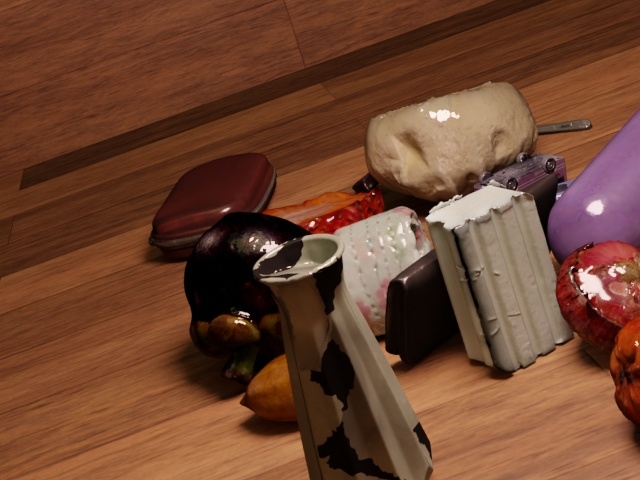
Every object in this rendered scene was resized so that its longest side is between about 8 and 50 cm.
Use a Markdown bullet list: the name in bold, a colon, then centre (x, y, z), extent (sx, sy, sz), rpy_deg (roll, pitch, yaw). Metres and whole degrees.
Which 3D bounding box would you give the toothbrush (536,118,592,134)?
- **toothbrush**: centre (0.464, -0.246, 2.435), extent (0.297, 0.030, 0.030), rpy_deg (-4, 52, 28)

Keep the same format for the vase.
- **vase**: centre (0.027, 0.175, 1.348), extent (0.165, 0.360, 0.165), rpy_deg (-16, 22, 7)

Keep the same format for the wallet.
- **wallet**: centre (0.249, 0.044, 1.713), extent (0.377, 0.197, 0.051), rpy_deg (-32, 49, -28)

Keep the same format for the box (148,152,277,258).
- **box**: centre (-0.240, -0.086, 2.504), extent (0.263, 0.108, 0.404), rpy_deg (-13, 23, 15)

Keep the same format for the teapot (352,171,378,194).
- **teapot**: centre (0.108, -0.124, 2.407), extent (0.068, 0.045, 0.100), rpy_deg (-36, 1, 13)

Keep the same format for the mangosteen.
- **mangosteen**: centre (-0.105, 0.098, 1.819), extent (0.287, 0.288, 0.233), rpy_deg (-15, -4, 9)

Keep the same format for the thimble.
- **thimble**: centre (0.115, 0.057, 1.812), extent (0.149, 0.185, 0.211), rpy_deg (-18, 62, 12)

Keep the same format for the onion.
- **onion**: centre (0.422, 0.091, 1.557), extent (0.184, 0.147, 0.184), rpy_deg (5, 57, -8)

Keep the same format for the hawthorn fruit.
- **hawthorn fruit**: centre (0.449, 0.166, 1.335), extent (0.179, 0.173, 0.173), rpy_deg (-2, 8, -40)

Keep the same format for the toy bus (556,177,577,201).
- **toy bus**: centre (0.491, -0.080, 1.958), extent (0.167, 0.076, 0.073), rpy_deg (-17, 22, 4)

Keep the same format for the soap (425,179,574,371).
- **soap**: centre (0.261, 0.053, 1.588), extent (0.150, 0.261, 0.094), rpy_deg (-27, 20, -21)

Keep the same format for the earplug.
- **earplug**: centre (0.541, -0.093, 1.795), extent (0.215, 0.215, 0.456), rpy_deg (7, 36, 47)

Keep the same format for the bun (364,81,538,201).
- **bun**: centre (0.267, -0.193, 2.207), extent (0.359, 0.211, 0.360), rpy_deg (-17, 5, 1)

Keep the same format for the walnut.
- **walnut**: centre (-0.029, 0.219, 1.640), extent (0.207, 0.116, 0.116), rpy_deg (-21, 21, 13)

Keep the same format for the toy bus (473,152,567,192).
- **toy bus**: centre (0.386, -0.101, 2.070), extent (0.178, 0.098, 0.087), rpy_deg (-26, 24, -25)

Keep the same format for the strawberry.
- **strawberry**: centre (0.000, 0.000, 2.094), extent (0.336, 0.149, 0.265), rpy_deg (-24, 14, -41)
